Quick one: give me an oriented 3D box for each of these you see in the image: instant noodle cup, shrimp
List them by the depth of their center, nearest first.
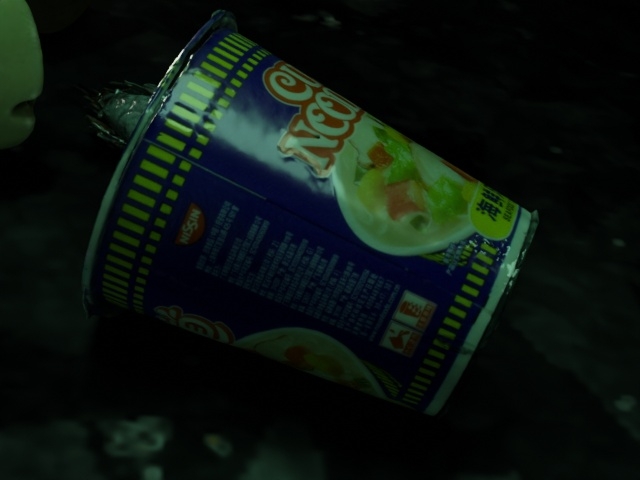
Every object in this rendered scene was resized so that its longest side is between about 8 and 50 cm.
[{"bbox_3d":[0.000,0.000,1.037,0.312,0.284,0.284,26,35,3],"label":"instant noodle cup"},{"bbox_3d":[-0.188,-0.128,1.305,0.233,0.079,0.090,31,76,33],"label":"shrimp"}]

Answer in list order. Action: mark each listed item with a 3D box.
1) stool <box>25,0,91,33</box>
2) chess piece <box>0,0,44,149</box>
[{"bbox_3d":[-0.413,-0.380,1.497,0.264,0.179,0.179,25,36,18],"label":"stool"},{"bbox_3d":[-0.475,-0.142,1.102,0.442,0.234,0.234,-18,44,-41],"label":"chess piece"}]
